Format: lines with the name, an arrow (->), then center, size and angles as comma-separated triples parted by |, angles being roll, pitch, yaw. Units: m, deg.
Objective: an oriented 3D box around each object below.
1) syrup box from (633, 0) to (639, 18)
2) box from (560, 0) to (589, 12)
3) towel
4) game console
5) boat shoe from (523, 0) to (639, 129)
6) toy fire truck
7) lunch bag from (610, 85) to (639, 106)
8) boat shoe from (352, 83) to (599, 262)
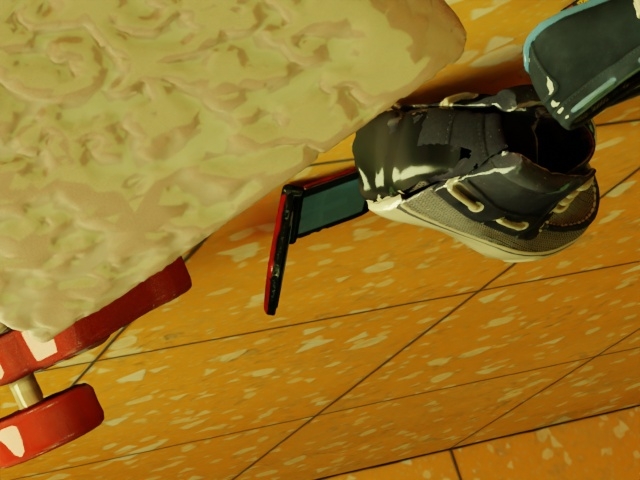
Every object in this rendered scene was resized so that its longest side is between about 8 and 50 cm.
syrup box -> 0.312, -0.231, 1.234 | 0.237, 0.093, 0.096 | -27, 162, 28
box -> 0.263, -0.195, 1.424 | 0.094, 0.027, 0.137 | 0, 157, -44
towel -> -0.135, -0.108, 0.944 | 0.317, 0.053, 0.332 | -35, 136, 17
game console -> 0.000, 0.000, 1.696 | 0.085, 0.124, 0.144 | 10, 162, 0
boat shoe -> 0.281, -0.153, 1.364 | 0.258, 0.089, 0.109 | -24, 163, 18
toy fire truck -> -0.281, 0.104, 1.633 | 0.302, 0.169, 0.254 | -25, -179, 25
lunch bag -> 0.247, -0.141, 1.540 | 0.071, 0.053, 0.083 | -23, 168, 35
boat shoe -> 0.186, -0.055, 1.581 | 0.158, 0.127, 0.340 | -9, 172, 37
